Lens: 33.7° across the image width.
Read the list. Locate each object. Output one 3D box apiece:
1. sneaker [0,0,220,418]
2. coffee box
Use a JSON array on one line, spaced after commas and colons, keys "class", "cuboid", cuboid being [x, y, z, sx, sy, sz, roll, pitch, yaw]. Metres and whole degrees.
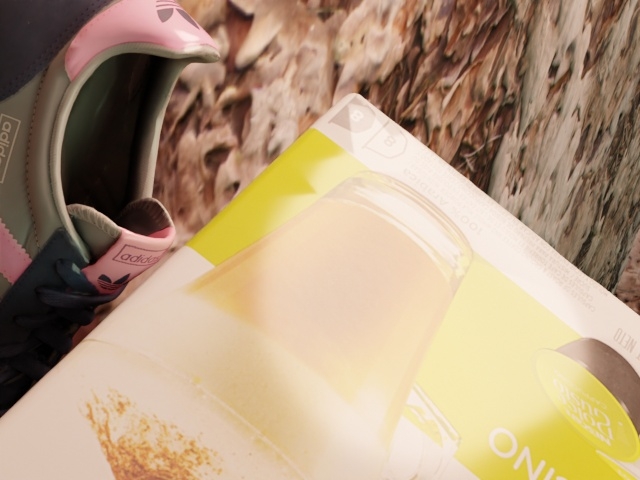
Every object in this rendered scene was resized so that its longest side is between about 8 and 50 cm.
[{"class": "sneaker", "cuboid": [-0.146, 0.015, 0.527, 0.112, 0.131, 0.319, -15, 125, -61]}, {"class": "coffee box", "cuboid": [0.005, 0.196, 0.632, 0.334, 0.337, 0.338, -47, 173, -38]}]
